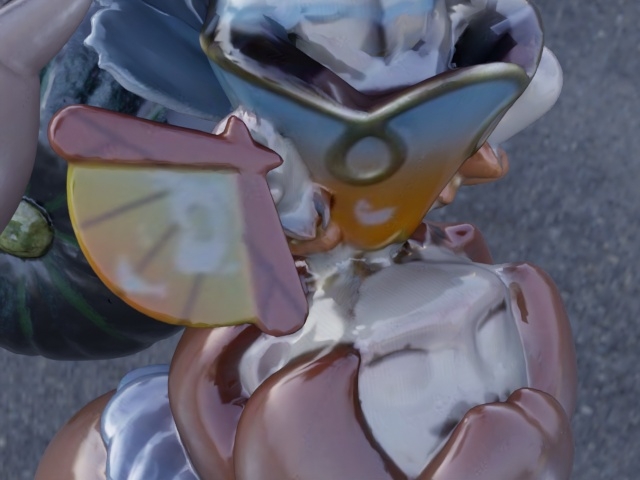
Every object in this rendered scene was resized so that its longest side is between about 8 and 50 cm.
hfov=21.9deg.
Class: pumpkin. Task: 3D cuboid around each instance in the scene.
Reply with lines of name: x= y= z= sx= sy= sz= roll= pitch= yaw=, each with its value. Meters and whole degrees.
pumpkin: x=-0.152 y=-0.059 z=1.031 sx=0.248 sy=0.248 sz=0.248 roll=6 pitch=47 yaw=-6

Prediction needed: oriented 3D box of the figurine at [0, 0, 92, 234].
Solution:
figurine: x=-0.138 y=-0.036 z=0.451 sx=0.125 sy=0.125 sz=0.138 roll=37 pitch=49 yaw=22

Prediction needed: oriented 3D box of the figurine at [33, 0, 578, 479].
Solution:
figurine: x=0.000 y=0.001 z=0.744 sx=0.276 sy=0.388 sz=0.248 roll=-19 pitch=23 yaw=-29
